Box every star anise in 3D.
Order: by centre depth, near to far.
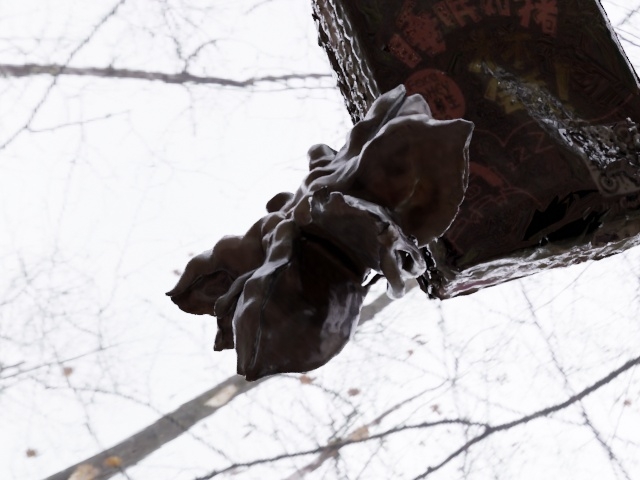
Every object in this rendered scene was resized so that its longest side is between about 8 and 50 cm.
[{"bbox_3d":[0.000,0.000,0.612,0.236,0.229,0.093,-26,-64,38],"label":"star anise"}]

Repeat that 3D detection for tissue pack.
[{"bbox_3d":[0.150,-0.127,0.843,0.245,0.123,0.332,-15,-111,-14],"label":"tissue pack"}]
